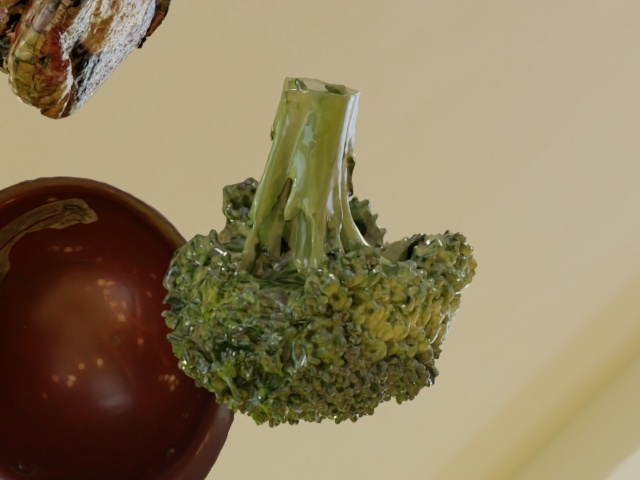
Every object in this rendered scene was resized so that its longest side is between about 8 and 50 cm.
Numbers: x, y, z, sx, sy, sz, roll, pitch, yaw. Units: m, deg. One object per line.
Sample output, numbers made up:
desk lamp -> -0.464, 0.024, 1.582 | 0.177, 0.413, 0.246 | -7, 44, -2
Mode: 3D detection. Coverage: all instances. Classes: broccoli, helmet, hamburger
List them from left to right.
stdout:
hamburger -> -0.219, -0.225, 1.331 | 0.231, 0.107, 0.231 | -48, -14, -16
helmet -> -0.249, 0.120, 1.610 | 0.337, 0.385, 0.230 | -41, -4, 3
broccoli -> 0.012, 0.019, 1.315 | 0.249, 0.375, 0.302 | 29, -75, -11
